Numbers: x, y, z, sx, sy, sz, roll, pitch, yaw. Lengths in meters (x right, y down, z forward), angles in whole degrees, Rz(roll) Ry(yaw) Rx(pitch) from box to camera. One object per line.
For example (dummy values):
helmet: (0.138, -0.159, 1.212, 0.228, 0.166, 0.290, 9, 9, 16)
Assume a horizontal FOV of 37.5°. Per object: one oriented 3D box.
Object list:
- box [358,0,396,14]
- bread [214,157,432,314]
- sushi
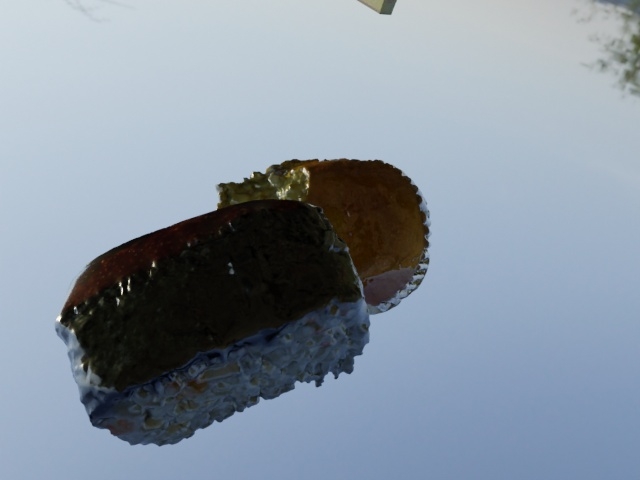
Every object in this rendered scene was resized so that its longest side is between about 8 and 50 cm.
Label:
box: (0.062, -0.312, 0.931, 0.023, 0.155, 0.087, -12, -140, -45)
bread: (0.000, 0.000, 1.038, 0.250, 0.178, 0.133, -6, 176, 14)
sushi: (-0.078, 0.062, 0.708, 0.225, 0.136, 0.126, -16, -122, -6)
